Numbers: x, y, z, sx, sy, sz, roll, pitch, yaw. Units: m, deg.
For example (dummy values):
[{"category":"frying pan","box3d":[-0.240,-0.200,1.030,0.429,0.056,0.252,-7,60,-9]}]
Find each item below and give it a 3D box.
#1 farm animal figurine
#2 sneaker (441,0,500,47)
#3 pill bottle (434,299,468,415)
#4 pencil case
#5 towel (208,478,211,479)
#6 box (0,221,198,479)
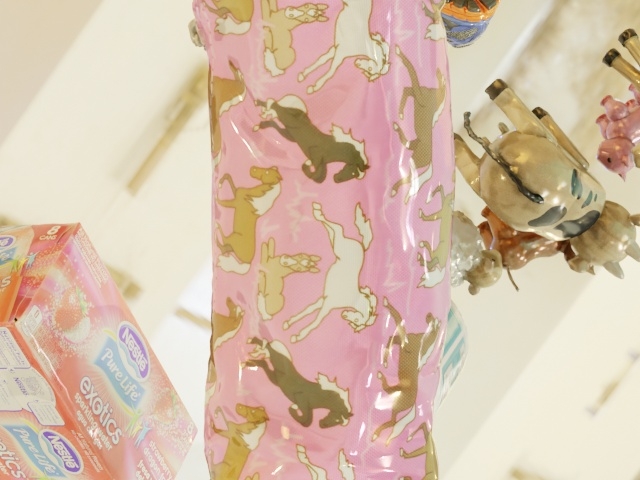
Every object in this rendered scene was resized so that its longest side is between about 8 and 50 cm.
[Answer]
[{"category":"farm animal figurine","box3d":[0.257,-0.060,1.425,0.327,0.330,0.172,-2,-134,-46]},{"category":"sneaker","box3d":[0.066,-0.245,1.409,0.221,0.083,0.087,30,150,18]},{"category":"pill bottle","box3d":[0.064,0.132,1.529,0.146,0.146,0.264,37,-163,6]},{"category":"pencil case","box3d":[0.000,0.000,1.005,0.160,0.386,0.167,-7,-170,-37]},{"category":"towel","box3d":[-0.110,0.306,1.256,0.034,0.209,0.285,54,168,-20]},{"category":"box","box3d":[-0.259,0.137,1.442,0.154,0.142,0.300,-3,131,28]}]
